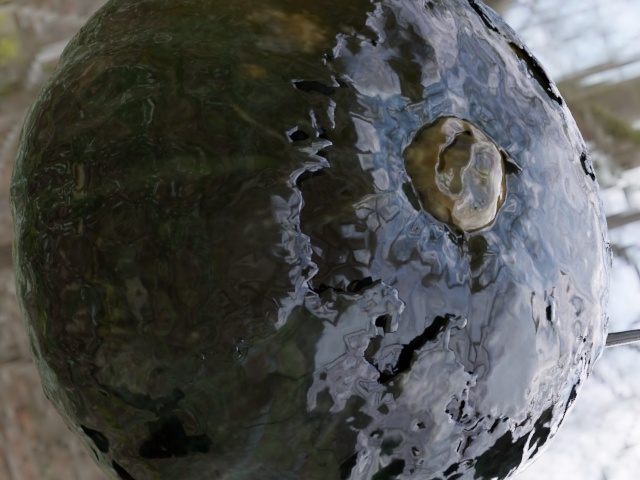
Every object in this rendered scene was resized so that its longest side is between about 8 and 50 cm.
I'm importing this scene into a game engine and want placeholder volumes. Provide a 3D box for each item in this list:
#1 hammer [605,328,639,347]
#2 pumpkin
[{"bbox_3d":[0.226,0.085,1.669,0.062,0.182,0.017,131,-53,-61],"label":"hammer"},{"bbox_3d":[0.000,0.000,1.398,0.344,0.454,0.454,-15,-88,45],"label":"pumpkin"}]
